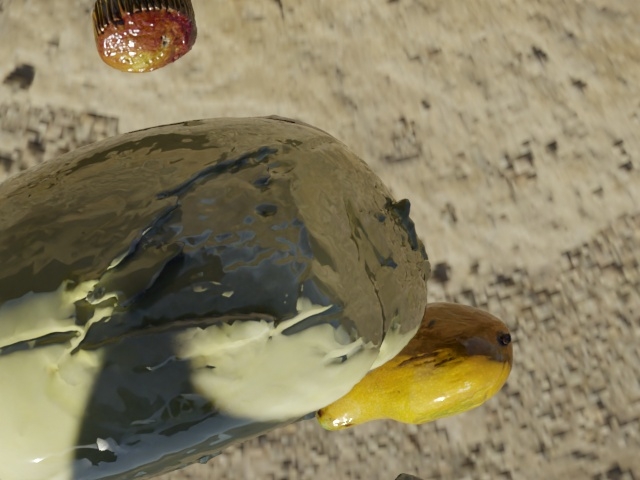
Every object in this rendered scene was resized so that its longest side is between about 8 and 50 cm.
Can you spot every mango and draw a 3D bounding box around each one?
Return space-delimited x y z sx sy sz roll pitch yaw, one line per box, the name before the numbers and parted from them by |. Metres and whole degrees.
mango | 0.072 0.095 1.356 0.075 0.098 0.190 41 142 -24

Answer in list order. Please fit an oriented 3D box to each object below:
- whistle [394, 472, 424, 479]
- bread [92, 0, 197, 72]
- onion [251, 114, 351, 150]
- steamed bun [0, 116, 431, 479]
whistle | -0.012 0.230 0.653 0.057 0.068 0.326 16 113 3
bread | -0.132 -0.160 1.373 0.085 0.053 0.085 -14 155 -7
onion | 0.000 0.000 1.193 0.098 0.206 0.151 -27 151 11
steamed bun | -0.068 0.016 0.937 0.232 0.273 0.166 -23 94 15
